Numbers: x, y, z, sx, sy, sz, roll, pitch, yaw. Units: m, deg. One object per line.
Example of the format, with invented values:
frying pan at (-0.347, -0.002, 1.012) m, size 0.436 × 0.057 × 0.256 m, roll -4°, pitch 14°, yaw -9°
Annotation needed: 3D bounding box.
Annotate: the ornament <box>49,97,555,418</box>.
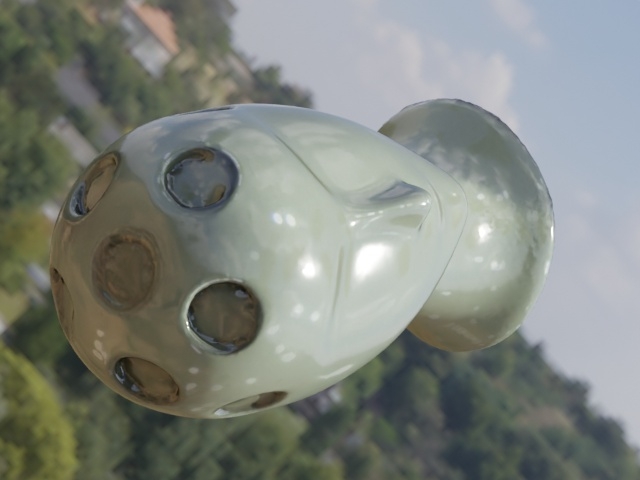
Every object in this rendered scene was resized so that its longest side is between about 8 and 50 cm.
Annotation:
ornament at (0.000, 0.000, 0.471) m, size 0.156 × 0.081 × 0.075 m, roll -6°, pitch 80°, yaw -59°
